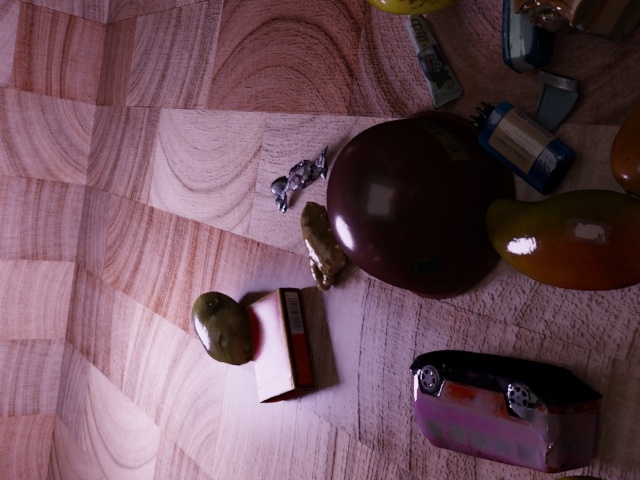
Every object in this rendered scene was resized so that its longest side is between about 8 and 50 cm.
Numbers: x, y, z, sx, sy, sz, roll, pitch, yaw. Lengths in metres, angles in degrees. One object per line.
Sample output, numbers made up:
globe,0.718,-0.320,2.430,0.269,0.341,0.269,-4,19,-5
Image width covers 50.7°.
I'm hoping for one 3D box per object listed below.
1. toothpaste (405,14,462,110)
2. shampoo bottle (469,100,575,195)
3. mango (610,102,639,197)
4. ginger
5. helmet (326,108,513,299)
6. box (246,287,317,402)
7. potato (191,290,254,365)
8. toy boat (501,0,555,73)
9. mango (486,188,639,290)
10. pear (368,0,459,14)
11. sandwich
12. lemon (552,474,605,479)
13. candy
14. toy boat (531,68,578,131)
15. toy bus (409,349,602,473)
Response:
toothpaste,0.207,-0.354,1.289,0.060,0.038,0.233,-26,64,19
shampoo bottle,0.317,-0.159,1.088,0.183,0.050,0.087,48,133,31
mango,0.456,-0.132,0.911,0.105,0.084,0.159,30,88,49
ginger,0.006,0.003,1.471,0.115,0.081,0.205,121,137,-77
helmet,0.128,-0.079,1.209,0.337,0.230,0.385,-59,46,30
box,-0.094,0.246,1.583,0.153,0.074,0.240,-30,62,42
potato,-0.244,0.216,1.715,0.248,0.143,0.169,42,148,54
toy boat,0.342,-0.422,1.084,0.062,0.096,0.299,2,85,42
mango,0.359,0.001,0.982,0.146,0.129,0.289,59,155,-14
pear,0.173,-0.530,1.161,0.283,0.283,0.283,-9,79,51
sandwich,0.367,-0.411,0.994,0.227,0.155,0.198,51,124,42
lemon,0.353,0.406,0.902,0.203,0.178,0.178,-47,51,40
candy,-0.043,-0.141,1.580,0.226,0.051,0.094,-38,68,45
toy boat,0.365,-0.205,1.083,0.096,0.034,0.122,43,128,52
toy bus,0.273,0.261,1.060,0.302,0.127,0.147,-2,87,52
